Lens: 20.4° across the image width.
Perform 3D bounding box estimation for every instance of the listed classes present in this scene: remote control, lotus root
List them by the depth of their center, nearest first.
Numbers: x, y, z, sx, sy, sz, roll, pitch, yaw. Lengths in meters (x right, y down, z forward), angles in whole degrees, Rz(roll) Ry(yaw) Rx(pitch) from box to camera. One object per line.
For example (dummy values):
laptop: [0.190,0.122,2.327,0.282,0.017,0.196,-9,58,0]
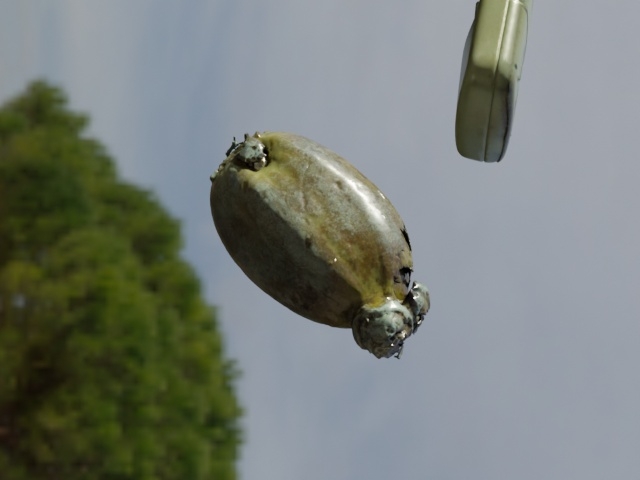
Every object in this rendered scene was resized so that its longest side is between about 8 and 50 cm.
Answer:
lotus root: [0.001,0.000,0.993,0.165,0.088,0.088,43,-41,25]
remote control: [0.120,-0.163,1.123,0.098,0.038,0.233,91,12,-59]
